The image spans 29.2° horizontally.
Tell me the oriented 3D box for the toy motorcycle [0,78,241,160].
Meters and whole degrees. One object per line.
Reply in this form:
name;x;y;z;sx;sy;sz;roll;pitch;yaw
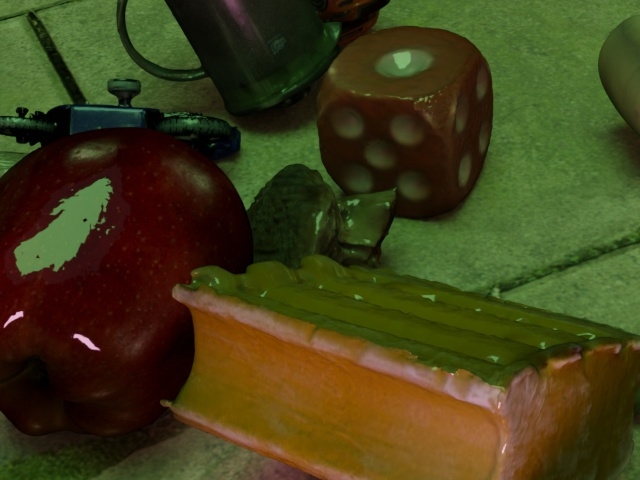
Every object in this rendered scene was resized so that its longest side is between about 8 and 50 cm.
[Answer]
toy motorcycle;-0.261;-0.138;1.584;0.315;0.113;0.169;2;-4;-3

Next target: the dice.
dice;0.109;-0.146;1.501;0.174;0.179;0.174;7;40;25

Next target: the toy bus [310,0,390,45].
toy bus;-0.013;-0.394;1.858;0.143;0.153;0.329;-29;41;-24

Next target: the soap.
soap;0.080;0.117;1.079;0.335;0.156;0.293;13;8;34

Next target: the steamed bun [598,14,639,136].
steamed bun;0.474;-0.183;1.506;0.250;0.155;0.200;-7;40;-11

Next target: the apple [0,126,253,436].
apple;-0.223;0.036;1.240;0.288;0.288;0.317;10;48;20

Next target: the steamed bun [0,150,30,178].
steamed bun;-0.407;-0.033;1.465;0.211;0.144;0.218;2;8;-5

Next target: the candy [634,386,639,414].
candy;0.245;0.171;1.179;0.202;0.061;0.061;-27;41;-12

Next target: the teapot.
teapot;-0.140;-0.316;1.649;0.270;0.337;0.200;-31;23;2

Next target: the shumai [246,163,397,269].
shumai;0.000;0.000;1.375;0.152;0.162;0.209;11;-2;-23
